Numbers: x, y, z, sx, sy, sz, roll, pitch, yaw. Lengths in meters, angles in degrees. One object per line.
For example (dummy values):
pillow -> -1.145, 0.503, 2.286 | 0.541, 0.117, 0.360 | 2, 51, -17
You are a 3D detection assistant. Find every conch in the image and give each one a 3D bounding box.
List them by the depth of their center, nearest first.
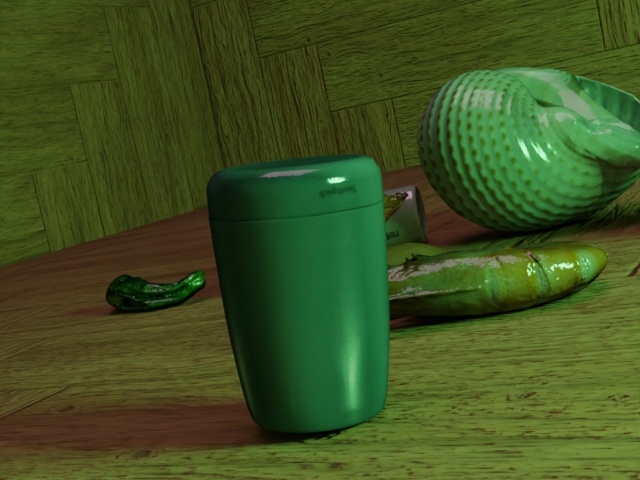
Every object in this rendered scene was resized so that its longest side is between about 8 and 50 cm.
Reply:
conch -> 0.303, -0.118, 1.376 | 0.319, 0.215, 0.303 | 32, 39, 32

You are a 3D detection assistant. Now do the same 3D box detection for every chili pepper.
chili pepper -> -0.247, 0.072, 1.419 | 0.182, 0.050, 0.073 | -4, 3, 37

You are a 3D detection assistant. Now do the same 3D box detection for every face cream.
face cream -> 0.003, -0.014, 1.514 | 0.311, 0.092, 0.092 | -9, 7, 15

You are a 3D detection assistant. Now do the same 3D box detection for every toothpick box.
toothpick box -> -0.009, 0.037, 0.687 | 0.120, 0.184, 0.120 | -7, 8, 1

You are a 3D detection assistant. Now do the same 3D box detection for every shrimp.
shrimp -> 0.128, 0.033, 0.955 | 0.287, 0.063, 0.152 | -7, 10, 4

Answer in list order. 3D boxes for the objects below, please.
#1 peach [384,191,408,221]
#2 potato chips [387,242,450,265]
peach -> 0.000, 0.004, 1.390 | 0.279, 0.068, 0.189 | -18, 17, -4
potato chips -> 0.058, 0.041, 1.077 | 0.208, 0.061, 0.195 | -2, 14, 43
